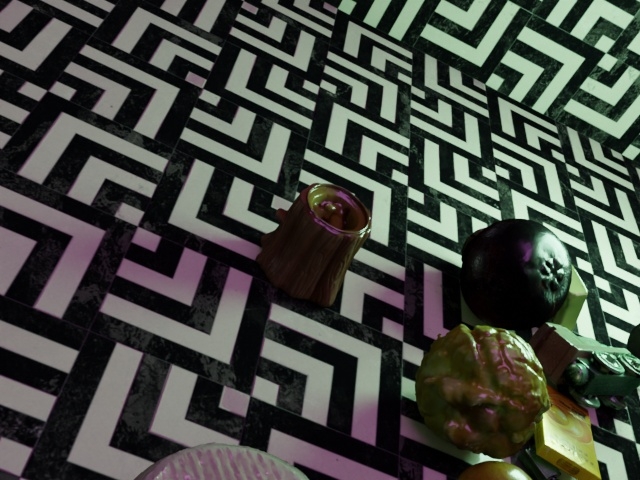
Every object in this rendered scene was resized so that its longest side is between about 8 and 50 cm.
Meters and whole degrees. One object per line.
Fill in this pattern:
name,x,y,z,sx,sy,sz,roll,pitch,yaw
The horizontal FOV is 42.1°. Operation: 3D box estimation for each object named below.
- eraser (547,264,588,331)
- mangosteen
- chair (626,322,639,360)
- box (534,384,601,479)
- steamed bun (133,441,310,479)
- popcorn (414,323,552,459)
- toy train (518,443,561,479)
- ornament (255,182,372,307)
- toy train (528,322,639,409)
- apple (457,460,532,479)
eraser,0.655,0.160,2.244,0.058,0.172,0.117,-6,46,-10
mangosteen,0.483,0.088,2.137,0.300,0.300,0.300,20,37,-16
chair,0.938,0.395,2.135,0.226,0.227,0.401,25,36,-11
box,0.560,0.440,1.918,0.152,0.043,0.269,34,24,-3
steamed bun,-0.146,0.489,1.191,0.374,0.241,0.375,16,41,-15
popcorn,0.342,0.307,1.745,0.282,0.282,0.247,16,24,-21
toy train,0.483,0.495,1.834,0.056,0.038,0.093,-9,52,-40
ornament,0.000,0.000,1.905,0.221,0.218,0.235,-21,62,-47
toy train,0.686,0.316,2.112,0.304,0.150,0.221,12,25,-41
apple,0.335,0.510,1.600,0.182,0.183,0.155,12,11,-26
